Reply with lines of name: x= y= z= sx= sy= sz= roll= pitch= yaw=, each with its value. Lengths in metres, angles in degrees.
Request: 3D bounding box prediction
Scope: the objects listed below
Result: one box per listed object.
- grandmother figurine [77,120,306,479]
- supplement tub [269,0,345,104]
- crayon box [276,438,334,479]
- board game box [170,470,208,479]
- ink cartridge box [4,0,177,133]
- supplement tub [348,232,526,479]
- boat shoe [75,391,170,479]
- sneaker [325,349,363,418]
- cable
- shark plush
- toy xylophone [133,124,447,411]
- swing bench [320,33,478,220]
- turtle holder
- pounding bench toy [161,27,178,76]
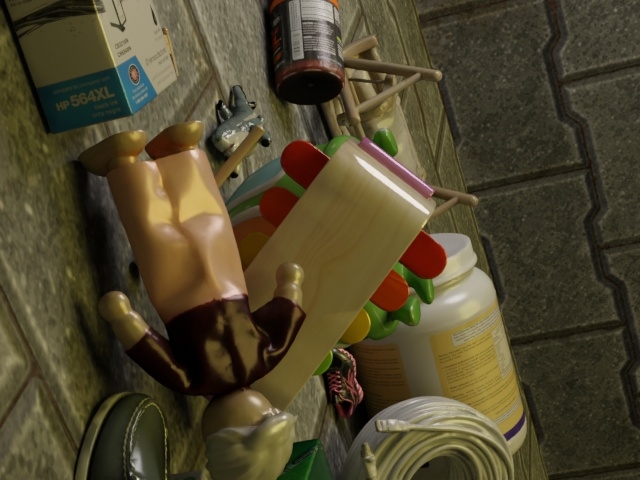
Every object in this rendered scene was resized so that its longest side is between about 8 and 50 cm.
grandmother figurine: x=-0.103 y=0.065 z=1.177 sx=0.104 sy=0.207 sz=0.343 roll=140 pitch=-66 yaw=-66
supplement tub: x=-0.021 y=-0.307 z=1.895 sx=0.106 sy=0.106 sz=0.198 roll=50 pitch=31 yaw=-60
crayon box: x=-0.012 y=0.390 z=1.451 sx=0.165 sy=0.081 sz=0.279 roll=-66 pitch=141 yaw=-65
board game box: x=-0.091 y=0.392 z=1.221 sx=0.193 sy=0.053 sz=0.305 roll=-84 pitch=157 yaw=-49
ink cartridge box: x=-0.217 y=-0.218 z=1.164 sx=0.148 sy=0.085 sz=0.203 roll=-63 pitch=139 yaw=-66
supplement tub: x=0.169 y=0.177 z=1.962 sx=0.241 sy=0.241 sz=0.331 roll=-54 pitch=131 yaw=-70
boat shoe: x=-0.141 y=0.259 z=1.051 sx=0.116 sy=0.099 sz=0.319 roll=58 pitch=23 yaw=-43
sneaker: x=0.027 y=0.204 z=1.817 sx=0.119 sy=0.047 sz=0.057 roll=67 pitch=30 yaw=-31
cable: x=0.150 y=0.347 z=1.795 sx=0.089 sy=0.257 sz=0.257 roll=22 pitch=-66 yaw=60
shark plush: x=-0.101 y=-0.155 z=1.601 sx=0.067 sy=0.073 sz=0.161 roll=35 pitch=41 yaw=-24
toy xylophone: x=-0.033 y=0.023 z=1.287 sx=0.236 sy=0.322 sz=0.081 roll=45 pitch=-2 yaw=0
swing bench: x=0.104 y=-0.167 z=2.091 sx=0.254 sy=0.165 sz=0.253 roll=43 pitch=-22 yaw=58
turtle holder: x=-0.006 y=-0.011 z=1.497 sx=0.320 sy=0.227 sz=0.243 roll=-85 pitch=157 yaw=-51
pounding bench toy: x=-0.190 y=-0.203 z=1.313 sx=0.065 sy=0.052 sz=0.083 roll=-26 pitch=104 yaw=-74
